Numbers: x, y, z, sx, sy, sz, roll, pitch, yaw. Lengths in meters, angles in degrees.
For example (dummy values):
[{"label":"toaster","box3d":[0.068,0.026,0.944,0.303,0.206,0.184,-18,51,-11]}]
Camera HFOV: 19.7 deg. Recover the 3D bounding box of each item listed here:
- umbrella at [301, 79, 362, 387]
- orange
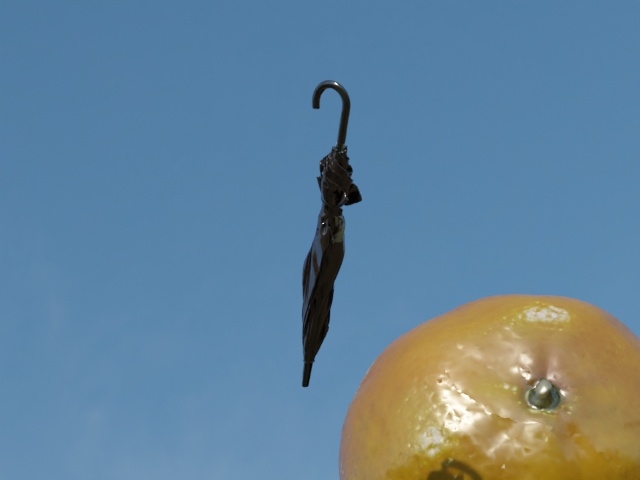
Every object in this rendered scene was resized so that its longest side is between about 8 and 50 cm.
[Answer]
[{"label":"umbrella","box3d":[0.002,0.001,0.672,0.013,0.022,0.122,-23,-57,-48]},{"label":"orange","box3d":[0.084,0.093,0.768,0.156,0.156,0.124,-8,-30,-3]}]
